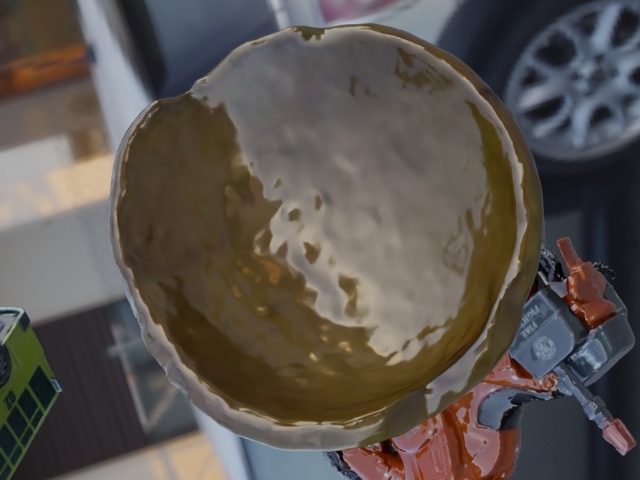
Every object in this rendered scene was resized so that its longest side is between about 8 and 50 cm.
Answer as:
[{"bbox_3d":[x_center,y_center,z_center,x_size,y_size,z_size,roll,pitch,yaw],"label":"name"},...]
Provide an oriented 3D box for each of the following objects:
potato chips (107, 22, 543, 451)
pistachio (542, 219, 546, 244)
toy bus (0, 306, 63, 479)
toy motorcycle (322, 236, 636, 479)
[{"bbox_3d":[0.001,0.000,0.679,0.062,0.208,0.195,43,-121,-57],"label":"potato chips"},{"bbox_3d":[0.125,-0.039,1.667,0.162,0.293,0.181,-53,28,24],"label":"pistachio"},{"bbox_3d":[-0.263,0.136,1.121,0.101,0.088,0.175,66,-148,-33],"label":"toy bus"},{"bbox_3d":[0.146,0.151,1.351,0.221,0.325,0.148,49,-150,13],"label":"toy motorcycle"}]
